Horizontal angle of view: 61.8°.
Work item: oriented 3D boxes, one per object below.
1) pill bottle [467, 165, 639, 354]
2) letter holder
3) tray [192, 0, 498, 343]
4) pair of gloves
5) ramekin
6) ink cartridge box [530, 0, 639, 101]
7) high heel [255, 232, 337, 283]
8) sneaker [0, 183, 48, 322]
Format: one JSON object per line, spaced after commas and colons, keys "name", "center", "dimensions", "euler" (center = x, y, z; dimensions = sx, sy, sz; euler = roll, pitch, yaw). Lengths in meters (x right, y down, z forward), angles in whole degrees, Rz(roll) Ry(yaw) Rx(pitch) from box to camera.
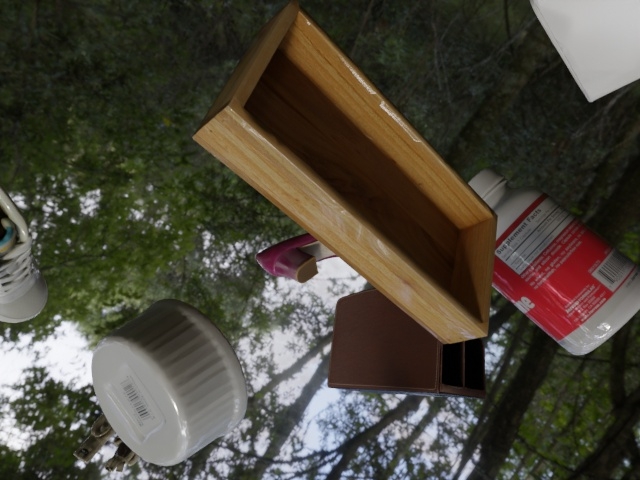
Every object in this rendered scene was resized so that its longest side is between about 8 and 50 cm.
{"name": "pill bottle", "center": [0.469, 0.030, 1.161], "dimensions": [0.408, 0.229, 0.229], "euler": [44, -166, 17]}
{"name": "letter holder", "center": [0.176, 0.214, 1.131], "dimensions": [0.152, 0.214, 0.302], "euler": [19, 158, -37]}
{"name": "tray", "center": [0.064, -0.067, 0.646], "dimensions": [0.411, 0.076, 0.202], "euler": [39, -131, -25]}
{"name": "pair of gloves", "center": [-0.571, 0.557, 1.530], "dimensions": [0.240, 0.204, 0.042], "euler": [-3, 134, 34]}
{"name": "ramekin", "center": [-0.275, 0.254, 0.943], "dimensions": [0.277, 0.277, 0.135], "euler": [34, -145, 20]}
{"name": "ink cartridge box", "center": [0.328, -0.286, 0.508], "dimensions": [0.168, 0.233, 0.171], "euler": [46, -140, -23]}
{"name": "high heel", "center": [0.000, 0.000, 0.995], "dimensions": [0.117, 0.082, 0.244], "euler": [22, -135, 39]}
{"name": "sneaker", "center": [-0.338, 0.013, 0.542], "dimensions": [0.092, 0.087, 0.228], "euler": [21, 141, 23]}
